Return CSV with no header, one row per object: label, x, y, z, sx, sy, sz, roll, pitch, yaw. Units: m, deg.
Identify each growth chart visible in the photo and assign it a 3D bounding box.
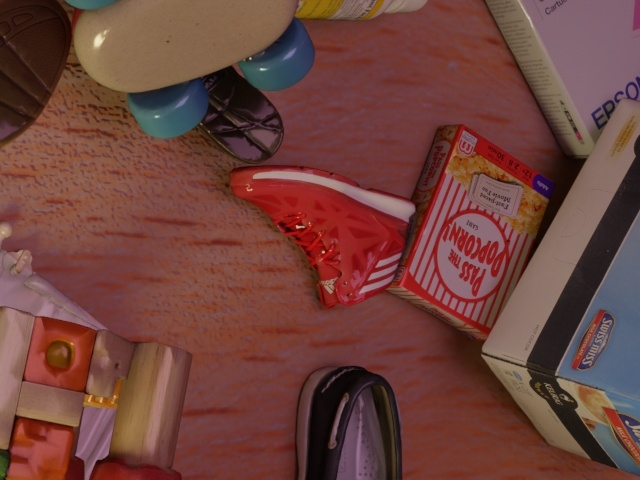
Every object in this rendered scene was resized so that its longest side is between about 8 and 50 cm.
growth chart,-0.267,0.122,1.655,0.237,0.021,0.172,47,67,-24

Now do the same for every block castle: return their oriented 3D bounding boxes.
block castle,-0.351,0.153,1.426,0.453,0.303,0.213,15,79,-29

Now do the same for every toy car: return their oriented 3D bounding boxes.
toy car,-0.141,-0.264,1.620,0.210,0.238,0.219,-24,140,4

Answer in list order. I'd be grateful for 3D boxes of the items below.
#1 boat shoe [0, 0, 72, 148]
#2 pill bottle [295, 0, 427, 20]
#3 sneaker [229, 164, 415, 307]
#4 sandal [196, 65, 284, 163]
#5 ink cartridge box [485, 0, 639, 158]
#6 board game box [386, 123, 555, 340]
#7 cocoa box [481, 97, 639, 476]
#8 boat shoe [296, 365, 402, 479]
boat shoe,-0.337,-0.101,1.560,0.109,0.098,0.302,42,73,-31
pill bottle,0.007,-0.280,1.771,0.208,0.119,0.119,-3,92,-33
sneaker,0.000,0.000,1.788,0.221,0.087,0.128,13,82,-31
sandal,-0.121,-0.163,1.717,0.090,0.060,0.219,-45,94,-10
ink cartridge box,0.330,-0.317,2.009,0.324,0.071,0.330,-40,112,-26
board game box,0.160,-0.007,1.914,0.146,0.045,0.194,29,75,-29
cocoa box,0.379,0.062,1.908,0.347,0.228,0.231,-59,140,-18
boat shoe,0.031,0.281,1.805,0.114,0.091,0.303,-7,94,-32
